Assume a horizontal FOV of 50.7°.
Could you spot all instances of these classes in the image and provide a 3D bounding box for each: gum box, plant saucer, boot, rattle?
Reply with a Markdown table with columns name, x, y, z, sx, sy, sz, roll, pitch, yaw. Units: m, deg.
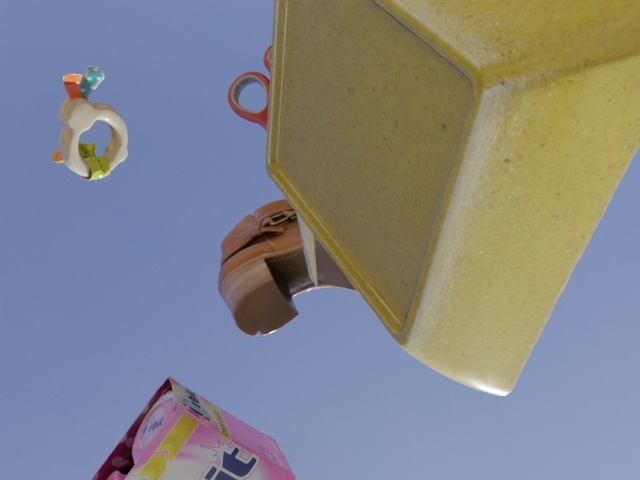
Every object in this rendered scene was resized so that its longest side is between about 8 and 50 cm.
| name | x | y | z | sx | sy | sz | roll | pitch | yaw |
| --- | --- | --- | --- | --- | --- | --- | --- | --- | --- |
| gum box | -0.121 | 0.211 | 0.493 | 0.188 | 0.107 | 0.062 | -54 | -159 | -2 |
| plant saucer | 0.049 | -0.084 | 0.503 | 0.081 | 0.332 | 0.333 | -18 | -131 | -25 |
| boot | 0.000 | 0.000 | 0.857 | 0.283 | 0.109 | 0.220 | -31 | -155 | 1 |
| rattle | -0.408 | -0.208 | 1.120 | 0.130 | 0.199 | 0.143 | -35 | -131 | -18 |

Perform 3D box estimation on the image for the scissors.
| name | x | y | z | sx | sy | sz | roll | pitch | yaw |
| --- | --- | --- | --- | --- | --- | --- | --- | --- | --- |
| scissors | -0.022 | -0.099 | 0.746 | 0.109 | 0.021 | 0.297 | -30 | -118 | 11 |
